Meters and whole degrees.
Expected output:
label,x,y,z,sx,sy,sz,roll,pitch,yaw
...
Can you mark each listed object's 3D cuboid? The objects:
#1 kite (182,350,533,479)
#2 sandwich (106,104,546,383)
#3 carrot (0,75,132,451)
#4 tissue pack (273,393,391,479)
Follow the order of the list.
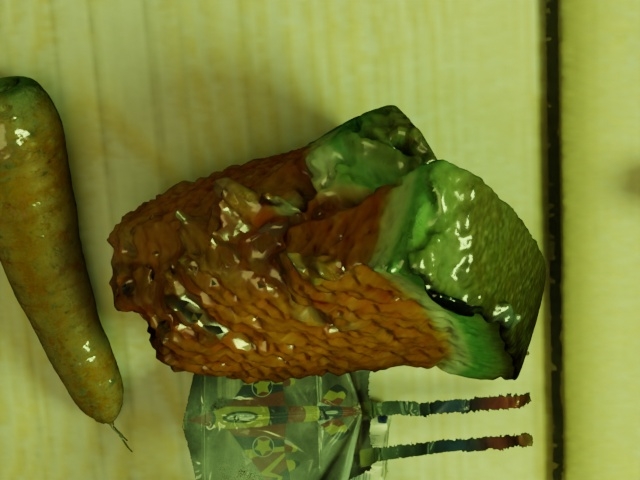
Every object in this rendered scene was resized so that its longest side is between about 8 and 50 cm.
label,x,y,z,sx,sy,sz,roll,pitch,yaw
kite,0.025,0.117,1.332,0.245,0.015,0.141,-5,67,8
sandwich,0.000,0.000,1.259,0.301,0.250,0.162,-2,68,22
carrot,-0.187,0.026,1.352,0.078,0.078,0.298,-9,114,16
tissue pack,0.008,0.141,1.368,0.083,0.042,0.062,7,115,9
